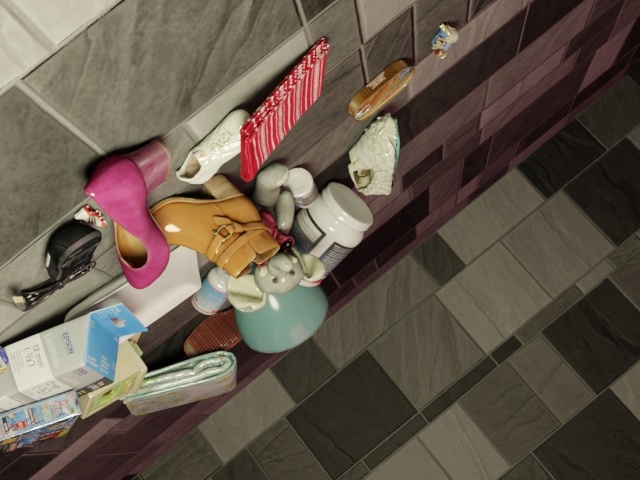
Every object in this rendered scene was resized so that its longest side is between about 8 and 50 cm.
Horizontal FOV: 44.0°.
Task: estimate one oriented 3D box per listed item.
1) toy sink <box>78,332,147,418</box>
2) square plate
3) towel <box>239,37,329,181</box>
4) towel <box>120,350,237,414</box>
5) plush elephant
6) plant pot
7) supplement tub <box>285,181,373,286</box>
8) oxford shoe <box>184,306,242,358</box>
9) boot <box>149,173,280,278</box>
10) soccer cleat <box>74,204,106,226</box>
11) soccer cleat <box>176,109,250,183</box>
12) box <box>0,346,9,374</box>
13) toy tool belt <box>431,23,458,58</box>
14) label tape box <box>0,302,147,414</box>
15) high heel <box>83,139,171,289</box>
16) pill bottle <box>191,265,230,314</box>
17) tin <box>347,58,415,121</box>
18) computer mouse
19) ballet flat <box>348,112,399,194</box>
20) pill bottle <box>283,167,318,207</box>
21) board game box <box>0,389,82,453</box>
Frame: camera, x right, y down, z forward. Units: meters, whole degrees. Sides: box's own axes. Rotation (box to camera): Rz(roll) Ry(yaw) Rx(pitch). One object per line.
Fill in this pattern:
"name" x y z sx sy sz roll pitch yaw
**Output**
"toy sink" -0.552 0.348 2.112 0.234 0.131 0.153 -28 162 -38
"square plate" -0.448 0.141 1.923 0.344 0.049 0.347 -34 164 -17
"towel" -0.071 -0.254 1.578 0.275 0.031 0.199 -52 171 -20
"towel" -0.452 0.459 2.535 0.375 0.090 0.320 -12 162 -11
"plush elephant" -0.135 0.026 1.937 0.272 0.255 0.330 -35 165 -16
"plant pot" -0.145 0.163 2.374 0.290 0.290 0.195 -36 128 -13
"supplement tub" 0.002 -0.015 2.274 0.272 0.191 0.191 -46 164 25
"oxford shoe" -0.291 0.284 2.588 0.348 0.123 0.130 -32 170 -21
"boot" -0.247 0.005 1.678 0.283 0.220 0.109 -31 163 -28
"soccer cleat" -0.430 -0.041 1.483 0.036 0.029 0.083 -31 162 1
"soccer cleat" -0.207 -0.178 1.550 0.196 0.068 0.076 -45 161 29
"box" -0.689 0.241 1.569 0.028 0.081 0.136 -47 163 26
"toy tool belt" 0.289 -0.482 1.908 0.051 0.052 0.083 10 133 -29
"label tape box" -0.563 0.276 1.764 0.348 0.115 0.249 -20 162 -6
"high heel" -0.379 -0.013 1.479 0.181 0.127 0.377 -39 153 -42
"pill bottle" -0.287 0.129 2.198 0.087 0.087 0.160 -20 156 -52
"tin" 0.146 -0.363 1.916 0.190 0.040 0.106 -40 161 1
"computer mouse" -0.508 0.046 1.495 0.184 0.060 0.262 -37 177 -26
"ballet flat" 0.143 -0.213 2.184 0.147 0.147 0.409 -37 164 -9
"pill bottle" -0.048 -0.131 2.037 0.078 0.078 0.137 -39 165 -2
"board game box" -0.650 0.410 1.761 0.194 0.060 0.194 -10 159 -34
